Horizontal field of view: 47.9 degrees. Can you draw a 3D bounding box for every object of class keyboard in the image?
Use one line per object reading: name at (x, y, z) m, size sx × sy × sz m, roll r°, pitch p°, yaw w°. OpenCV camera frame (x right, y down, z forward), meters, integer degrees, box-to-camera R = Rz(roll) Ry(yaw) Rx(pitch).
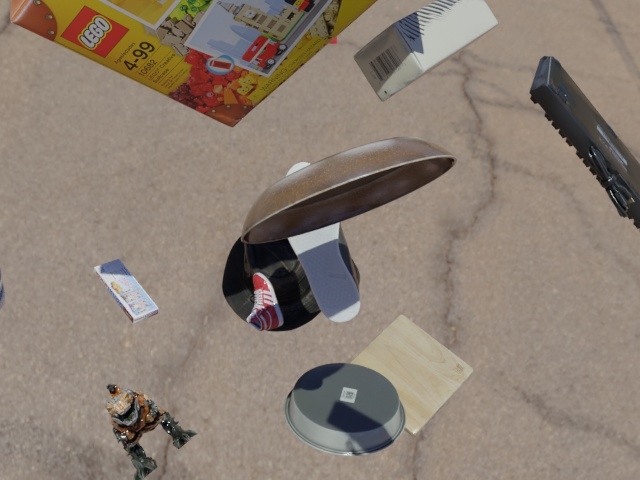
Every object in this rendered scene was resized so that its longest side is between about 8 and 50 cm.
keyboard at (0.234, -0.067, 0.598) m, size 0.180 × 0.023 × 0.108 m, roll 45°, pitch 36°, yaw -13°

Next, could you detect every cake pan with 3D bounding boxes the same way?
cake pan at (0.060, 0.388, 1.712) m, size 0.293 × 0.054 × 0.293 m, roll 4°, pitch 28°, yaw -2°

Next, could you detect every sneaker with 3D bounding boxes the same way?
sneaker at (0.000, 0.000, 1.345) m, size 0.105 × 0.295 × 0.147 m, roll -18°, pitch 4°, yaw 3°
sneaker at (-0.124, 0.125, 1.450) m, size 0.067 × 0.042 × 0.118 m, roll -17°, pitch 79°, yaw -40°

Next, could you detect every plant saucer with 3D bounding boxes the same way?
plant saucer at (0.032, -0.071, 0.986) m, size 0.311 × 0.310 × 0.050 m, roll -17°, pitch 82°, yaw -29°

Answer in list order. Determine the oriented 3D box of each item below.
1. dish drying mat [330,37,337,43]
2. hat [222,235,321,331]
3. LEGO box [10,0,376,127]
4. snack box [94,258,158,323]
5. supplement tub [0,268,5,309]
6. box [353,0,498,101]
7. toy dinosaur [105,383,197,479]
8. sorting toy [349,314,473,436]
dish drying mat at (0.019, -0.463, 1.543) m, size 0.032 × 0.083 × 0.008 m, roll 10°, pitch 32°, yaw 23°
hat at (-0.117, 0.053, 1.767) m, size 0.331 × 0.134 × 0.331 m, roll -9°, pitch 56°, yaw 14°
LEGO box at (-0.113, -0.422, 0.954) m, size 0.372 × 0.500 × 0.193 m, roll 21°, pitch 48°, yaw -40°
snack box at (-0.444, 0.113, 1.645) m, size 0.064 × 0.022 × 0.178 m, roll -22°, pitch 55°, yaw -37°
supplement tub at (-0.792, 0.055, 1.527) m, size 0.191 × 0.272 × 0.191 m, roll 2°, pitch 51°, yaw -3°
box at (0.185, -0.343, 1.233) m, size 0.275 × 0.113 × 0.094 m, roll -40°, pitch 98°, yaw -43°
toy dinosaur at (-0.413, 0.414, 1.673) m, size 0.164 × 0.322 × 0.218 m, roll -41°, pitch 85°, yaw 4°
sorting toy at (0.235, 0.378, 1.982) m, size 0.257 × 0.089 × 0.255 m, roll 37°, pitch 62°, yaw 25°
